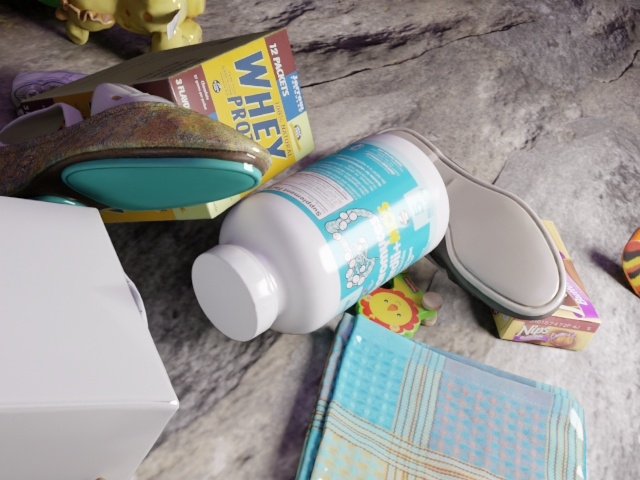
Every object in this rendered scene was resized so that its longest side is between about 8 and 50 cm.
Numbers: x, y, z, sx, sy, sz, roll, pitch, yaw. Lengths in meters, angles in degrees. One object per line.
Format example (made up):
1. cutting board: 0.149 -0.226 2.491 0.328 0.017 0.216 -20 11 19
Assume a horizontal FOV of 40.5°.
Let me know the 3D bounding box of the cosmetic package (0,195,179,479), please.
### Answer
1. cosmetic package: -0.313 0.075 0.565 0.385 0.156 0.217 10 36 -40

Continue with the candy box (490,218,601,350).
1. candy box: 0.250 0.043 1.045 0.109 0.053 0.186 10 37 -15

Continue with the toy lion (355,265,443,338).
1. toy lion: 0.077 0.066 0.948 0.096 0.034 0.100 -13 49 -28

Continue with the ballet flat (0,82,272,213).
1. ballet flat: -0.199 -0.073 0.750 0.349 0.123 0.123 -13 24 29

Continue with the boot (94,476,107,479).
1. boot: -0.233 0.220 0.511 0.269 0.089 0.236 -27 89 -44

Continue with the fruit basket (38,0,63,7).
1. fruit basket: -0.480 -0.469 1.199 0.392 0.283 0.392 24 60 -49

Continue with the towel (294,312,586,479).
1. towel: 0.110 0.229 0.753 0.272 0.040 0.370 21 37 -1

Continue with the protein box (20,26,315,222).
1. protein box: -0.149 -0.117 0.893 0.201 0.136 0.200 -1 24 33

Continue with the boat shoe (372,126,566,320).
1. boat shoe: 0.166 -0.015 1.008 0.112 0.095 0.335 -35 51 -8

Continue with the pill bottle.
1. pill bottle: 0.000 0.000 0.877 0.146 0.146 0.264 41 50 23

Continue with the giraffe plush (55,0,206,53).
1. giraffe plush: -0.254 -0.312 1.141 0.171 0.181 0.210 10 19 2

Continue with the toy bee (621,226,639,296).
1. toy bee: 0.525 0.086 1.082 0.195 0.162 0.298 -20 28 -32

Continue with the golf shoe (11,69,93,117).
1. golf shoe: -0.281 -0.182 1.043 0.176 0.069 0.086 0 36 -29
